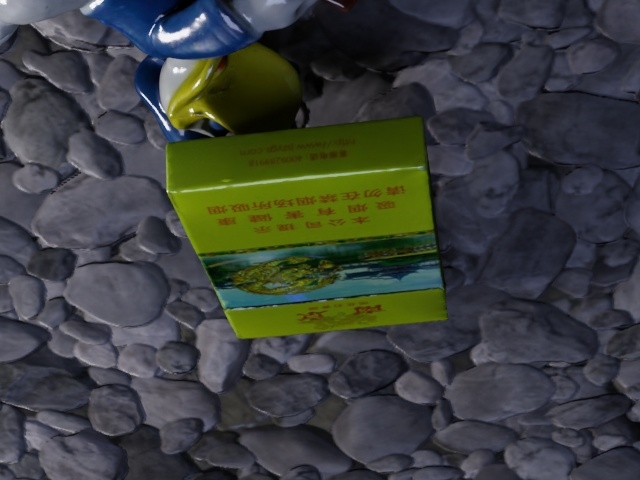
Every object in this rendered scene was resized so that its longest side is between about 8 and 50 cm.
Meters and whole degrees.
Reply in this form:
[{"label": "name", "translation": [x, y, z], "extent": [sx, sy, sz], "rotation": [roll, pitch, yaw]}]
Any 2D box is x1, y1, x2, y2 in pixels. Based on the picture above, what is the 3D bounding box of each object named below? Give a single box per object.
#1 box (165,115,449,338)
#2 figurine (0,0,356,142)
[{"label": "box", "translation": [0.000, 0.000, 1.366], "extent": [0.187, 0.047, 0.335], "rotation": [-6, 159, 4]}, {"label": "figurine", "translation": [-0.094, -0.185, 1.219], "extent": [0.283, 0.204, 0.338], "rotation": [-12, 147, 0]}]
